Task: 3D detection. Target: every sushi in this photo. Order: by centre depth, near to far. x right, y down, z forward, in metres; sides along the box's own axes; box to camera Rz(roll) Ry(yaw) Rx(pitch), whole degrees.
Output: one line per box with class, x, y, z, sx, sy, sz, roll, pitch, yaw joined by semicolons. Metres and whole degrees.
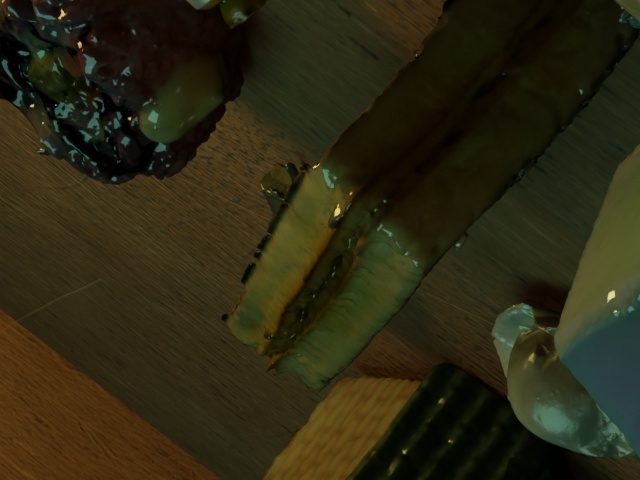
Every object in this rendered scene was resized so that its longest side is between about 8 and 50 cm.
sushi;-0.181;-0.173;1.380;0.236;0.171;0.270;33;155;15

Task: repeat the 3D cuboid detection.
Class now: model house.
model house;0.090;0.397;1.751;0.395;0.445;0.400;44;159;-12

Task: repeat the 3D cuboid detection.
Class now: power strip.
power strip;0.000;0.000;1.642;0.092;0.034;0.268;27;157;30

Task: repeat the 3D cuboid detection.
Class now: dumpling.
dumpling;0.227;0.117;1.422;0.188;0.108;0.127;39;140;41

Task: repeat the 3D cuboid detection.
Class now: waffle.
waffle;0.063;-0.041;1.111;0.114;0.261;0.376;43;160;3

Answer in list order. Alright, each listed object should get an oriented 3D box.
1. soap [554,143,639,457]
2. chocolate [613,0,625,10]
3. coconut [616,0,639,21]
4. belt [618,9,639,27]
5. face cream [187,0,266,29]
soap;0.335;0.095;0.741;0.446;0.156;0.261;33;143;-7
chocolate;0.171;-0.175;0.939;0.147;0.072;0.070;31;120;-3
coconut;0.221;-0.171;0.484;0.352;0.352;0.352;33;160;14
belt;0.183;-0.199;0.815;0.148;0.082;0.163;54;163;-7
face cream;-0.113;-0.249;1.246;0.182;0.072;0.051;48;-170;-16
